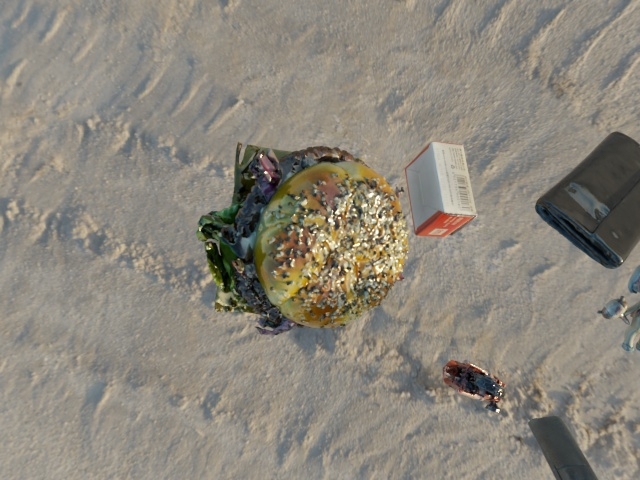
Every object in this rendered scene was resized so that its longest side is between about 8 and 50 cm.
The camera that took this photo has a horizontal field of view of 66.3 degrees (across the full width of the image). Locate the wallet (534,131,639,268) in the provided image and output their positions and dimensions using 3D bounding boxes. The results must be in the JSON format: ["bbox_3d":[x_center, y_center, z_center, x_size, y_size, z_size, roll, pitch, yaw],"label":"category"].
[{"bbox_3d":[0.718,-0.114,1.200,0.406,0.062,0.228,-35,69,-28],"label":"wallet"}]

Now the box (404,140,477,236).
[{"bbox_3d":[0.267,-0.109,1.089,0.099,0.133,0.182,2,67,-17],"label":"box"}]

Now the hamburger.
[{"bbox_3d":[-0.003,0.002,0.399,0.189,0.093,0.164,-8,104,-29],"label":"hamburger"}]

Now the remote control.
[{"bbox_3d":[0.692,0.643,1.329,0.107,0.377,0.044,-4,120,-2],"label":"remote control"}]

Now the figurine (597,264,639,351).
[{"bbox_3d":[0.824,0.171,1.275,0.205,0.103,0.260,6,116,11],"label":"figurine"}]

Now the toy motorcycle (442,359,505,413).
[{"bbox_3d":[0.401,0.371,1.276,0.171,0.298,0.089,24,82,26],"label":"toy motorcycle"}]
